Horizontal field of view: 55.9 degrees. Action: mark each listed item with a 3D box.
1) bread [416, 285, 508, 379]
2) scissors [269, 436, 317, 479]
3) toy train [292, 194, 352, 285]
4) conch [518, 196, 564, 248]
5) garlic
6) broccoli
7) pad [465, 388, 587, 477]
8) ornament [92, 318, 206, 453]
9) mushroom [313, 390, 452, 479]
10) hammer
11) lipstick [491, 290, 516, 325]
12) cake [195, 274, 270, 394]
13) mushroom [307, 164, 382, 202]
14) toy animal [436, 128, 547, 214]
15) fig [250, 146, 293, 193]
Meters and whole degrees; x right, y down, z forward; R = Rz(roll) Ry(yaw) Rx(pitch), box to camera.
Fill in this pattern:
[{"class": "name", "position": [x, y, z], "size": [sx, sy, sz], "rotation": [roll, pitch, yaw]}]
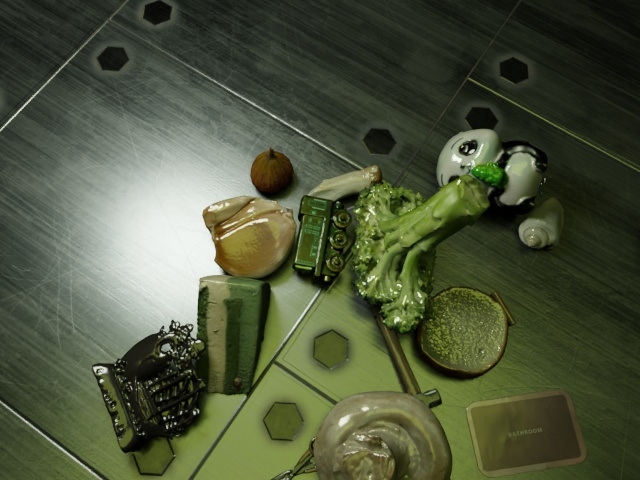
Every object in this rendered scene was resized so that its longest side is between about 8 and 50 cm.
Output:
[{"class": "bread", "position": [0.346, 0.227, 1.481], "size": [0.236, 0.070, 0.236], "rotation": [1, 68, -1]}, {"class": "scissors", "position": [-0.067, 0.535, 1.382], "size": [0.220, 0.017, 0.088], "rotation": [-28, 75, -11]}, {"class": "toy train", "position": [0.000, 0.000, 1.537], "size": [0.137, 0.090, 0.225], "rotation": [12, 69, -6]}, {"class": "conch", "position": [0.591, -0.041, 1.597], "size": [0.104, 0.094, 0.176], "rotation": [24, 43, 21]}, {"class": "garlic", "position": [-0.170, -0.011, 1.538], "size": [0.228, 0.110, 0.217], "rotation": [-13, 82, 1]}, {"class": "broccoli", "position": [0.217, -0.035, 1.422], "size": [0.275, 0.396, 0.353], "rotation": [-18, 44, -36]}, {"class": "pad", "position": [0.489, 0.456, 1.435], "size": [0.266, 0.002, 0.176], "rotation": [-7, 70, -5]}, {"class": "ornament", "position": [-0.365, 0.329, 1.384], "size": [0.261, 0.106, 0.251], "rotation": [-24, 77, -3]}, {"class": "mushroom", "position": [0.130, 0.463, 1.265], "size": [0.298, 0.290, 0.297], "rotation": [-1, 80, 6]}, {"class": "hammer", "position": [0.174, 0.251, 1.487], "size": [0.111, 0.043, 0.365], "rotation": [-19, 69, -7]}, {"class": "lipstick", "position": [0.466, 0.172, 1.532], "size": [0.019, 0.019, 0.094], "rotation": [-25, 72, -10]}, {"class": "cake", "position": [-0.219, 0.213, 1.418], "size": [0.158, 0.172, 0.283], "rotation": [7, 71, 3]}, {"class": "mushroom", "position": [0.067, -0.139, 1.614], "size": [0.209, 0.084, 0.071], "rotation": [-15, 27, -1]}, {"class": "toy animal", "position": [0.438, -0.177, 1.561], "size": [0.267, 0.212, 0.212], "rotation": [13, 70, -1]}, {"class": "fig", "position": [-0.117, -0.192, 1.592], "size": [0.119, 0.153, 0.119], "rotation": [13, 65, -29]}]
